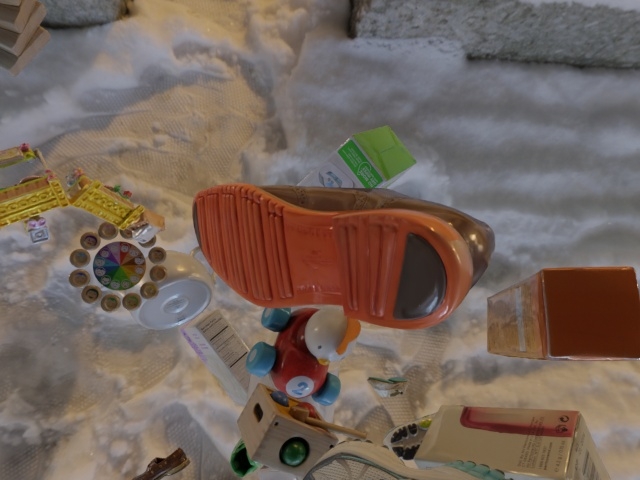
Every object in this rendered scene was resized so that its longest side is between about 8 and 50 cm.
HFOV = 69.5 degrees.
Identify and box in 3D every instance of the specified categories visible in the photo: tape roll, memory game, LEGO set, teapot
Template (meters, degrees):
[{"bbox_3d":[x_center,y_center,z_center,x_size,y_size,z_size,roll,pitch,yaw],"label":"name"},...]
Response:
[{"bbox_3d":[-0.074,0.394,1.260,0.246,0.246,0.169,7,94,-9],"label":"tape roll"},{"bbox_3d":[-0.395,0.051,0.913,0.186,0.012,0.186,4,83,-32],"label":"memory game"},{"bbox_3d":[-0.356,-0.061,0.631,0.287,0.132,0.107,-10,48,-44],"label":"LEGO set"},{"bbox_3d":[-0.435,0.114,1.315,0.252,0.256,0.187,-48,54,18],"label":"teapot"}]

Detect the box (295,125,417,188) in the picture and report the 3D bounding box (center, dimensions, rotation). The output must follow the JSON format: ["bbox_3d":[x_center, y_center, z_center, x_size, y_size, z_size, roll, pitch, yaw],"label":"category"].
[{"bbox_3d":[0.074,-0.136,1.072,0.231,0.262,0.126,-38,89,31],"label":"box"}]

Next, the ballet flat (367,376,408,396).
[{"bbox_3d":[0.238,0.518,1.622,0.206,0.073,0.067,17,81,-38],"label":"ballet flat"}]

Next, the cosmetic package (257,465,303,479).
[{"bbox_3d":[-0.041,0.606,1.046,0.117,0.085,0.231,-20,88,32],"label":"cosmetic package"}]

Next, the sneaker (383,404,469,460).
[{"bbox_3d":[0.296,0.494,1.207,0.276,0.110,0.107,-7,75,-10],"label":"sneaker"}]

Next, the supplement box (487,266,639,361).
[{"bbox_3d":[0.229,0.081,0.469,0.078,0.233,0.080,-2,75,8],"label":"supplement box"}]

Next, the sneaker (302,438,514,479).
[{"bbox_3d":[0.055,0.272,0.449,0.122,0.283,0.110,-13,82,-46],"label":"sneaker"}]

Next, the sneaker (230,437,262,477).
[{"bbox_3d":[-0.237,0.673,1.447,0.124,0.295,0.109,-13,66,-37],"label":"sneaker"}]

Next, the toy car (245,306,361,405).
[{"bbox_3d":[0.000,0.229,0.992,0.219,0.238,0.210,31,57,-21],"label":"toy car"}]

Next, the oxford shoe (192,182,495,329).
[{"bbox_3d":[0.000,0.000,0.497,0.133,0.364,0.129,-23,118,-47],"label":"oxford shoe"}]

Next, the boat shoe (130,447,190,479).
[{"bbox_3d":[-0.460,0.645,1.308,0.178,0.064,0.060,-26,86,1],"label":"boat shoe"}]

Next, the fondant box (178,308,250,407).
[{"bbox_3d":[-0.299,0.383,1.484,0.096,0.238,0.330,-38,98,-31],"label":"fondant box"}]

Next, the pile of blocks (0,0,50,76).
[{"bbox_3d":[-0.273,-0.151,0.265,0.149,0.112,0.362,29,77,-4],"label":"pile of blocks"}]

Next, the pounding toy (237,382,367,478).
[{"bbox_3d":[-0.032,0.278,0.679,0.130,0.141,0.100,31,85,-20],"label":"pounding toy"}]

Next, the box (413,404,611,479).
[{"bbox_3d":[0.291,0.353,0.706,0.127,0.232,0.148,-41,108,-43],"label":"box"}]
